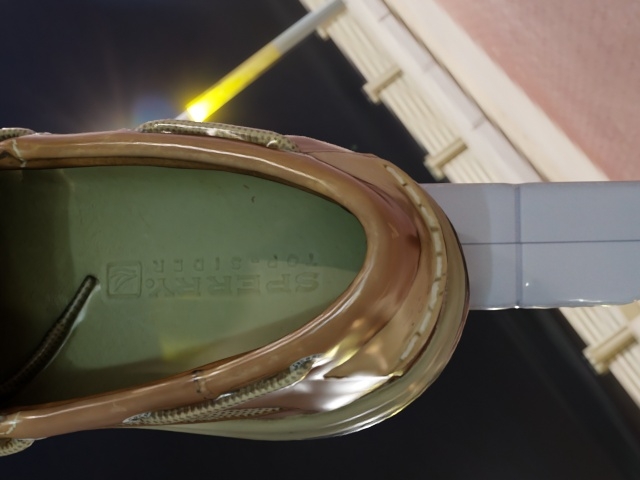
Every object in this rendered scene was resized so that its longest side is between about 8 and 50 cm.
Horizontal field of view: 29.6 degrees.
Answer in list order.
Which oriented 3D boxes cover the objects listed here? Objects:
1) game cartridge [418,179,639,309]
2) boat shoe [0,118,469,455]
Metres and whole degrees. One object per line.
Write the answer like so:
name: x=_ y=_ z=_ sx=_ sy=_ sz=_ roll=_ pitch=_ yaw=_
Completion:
game cartridge: x=0.000 y=0.000 z=0.547 sx=0.196 sy=0.294 sz=0.060 roll=11 pitch=-102 yaw=-81
boat shoe: x=-0.118 y=0.015 z=0.388 sx=0.120 sy=0.323 sz=0.123 roll=46 pitch=-144 yaw=-76
